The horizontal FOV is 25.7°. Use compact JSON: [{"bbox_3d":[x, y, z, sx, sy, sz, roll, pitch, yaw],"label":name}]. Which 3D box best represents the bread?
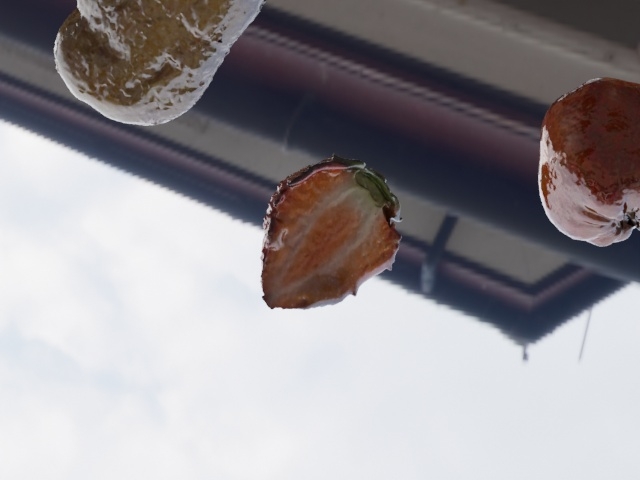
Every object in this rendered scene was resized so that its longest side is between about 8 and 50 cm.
[{"bbox_3d":[-0.068,-0.208,0.904,0.124,0.344,0.084,39,-144,2],"label":"bread"}]

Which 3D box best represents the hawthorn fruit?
[{"bbox_3d":[0.243,-0.071,1.188,0.133,0.133,0.138,-8,-112,-4],"label":"hawthorn fruit"}]

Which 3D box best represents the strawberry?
[{"bbox_3d":[0.000,0.000,1.399,0.146,0.082,0.187,47,-111,-15],"label":"strawberry"}]
